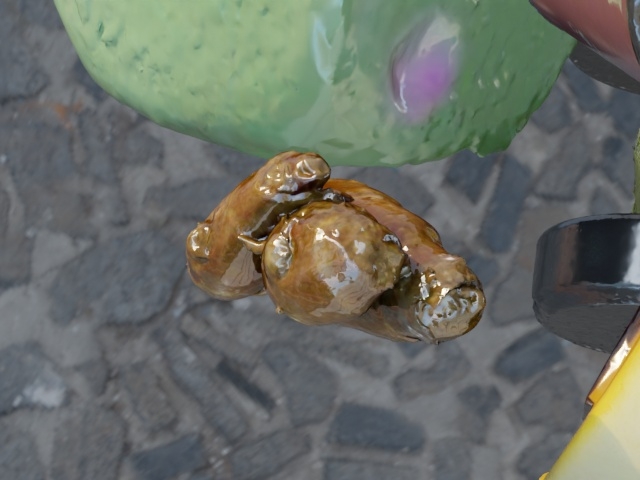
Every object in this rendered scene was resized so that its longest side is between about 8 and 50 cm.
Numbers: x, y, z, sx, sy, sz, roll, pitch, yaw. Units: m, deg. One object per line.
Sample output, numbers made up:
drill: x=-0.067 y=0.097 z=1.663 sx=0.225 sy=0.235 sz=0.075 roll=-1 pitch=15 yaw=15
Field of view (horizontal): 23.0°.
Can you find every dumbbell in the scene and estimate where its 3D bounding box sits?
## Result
dumbbell: x=0.296 y=-0.074 z=1.332 sx=0.204 sy=0.204 sz=0.322 roll=14 pitch=74 yaw=-17

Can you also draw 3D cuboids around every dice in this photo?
dice: x=0.010 y=-0.250 z=1.148 sx=0.330 sy=0.318 sz=0.322 roll=-16 pitch=33 yaw=-42

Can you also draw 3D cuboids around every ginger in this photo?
ginger: x=0.000 y=0.000 z=0.699 sx=0.103 sy=0.162 sz=0.073 roll=11 pitch=92 yaw=-29

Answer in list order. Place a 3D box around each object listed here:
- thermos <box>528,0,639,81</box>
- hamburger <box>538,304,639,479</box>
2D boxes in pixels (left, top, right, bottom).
thermos: x=0.167 y=-0.137 z=0.726 sx=0.136 sy=0.330 sz=0.109 roll=-12 pitch=107 yaw=-1
hamburger: x=0.236 y=0.085 z=0.805 sx=0.179 sy=0.276 sz=0.294 roll=29 pitch=82 yaw=11
